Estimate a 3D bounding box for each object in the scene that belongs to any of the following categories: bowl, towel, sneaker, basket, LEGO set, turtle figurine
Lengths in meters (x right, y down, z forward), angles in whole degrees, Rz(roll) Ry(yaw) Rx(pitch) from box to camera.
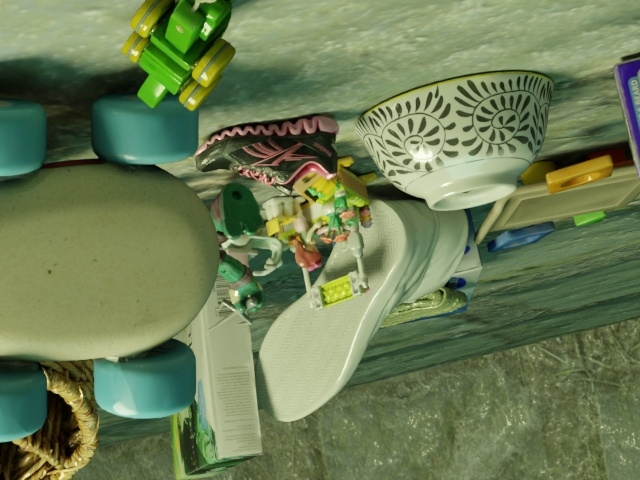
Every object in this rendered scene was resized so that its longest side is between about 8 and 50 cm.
[{"bbox_3d":[0.118,-0.072,1.121,0.170,0.080,0.170,-11,170,-2],"label":"bowl"},{"bbox_3d":[0.093,0.082,1.601,0.148,0.027,0.110,-15,169,20],"label":"towel"},{"bbox_3d":[-0.041,-0.062,1.077,0.119,0.057,0.047,-9,171,-2],"label":"sneaker"},{"bbox_3d":[-0.346,0.180,1.356,0.213,0.223,0.299,-9,153,14],"label":"basket"},{"bbox_3d":[0.054,0.074,1.459,0.169,0.108,0.292,-10,141,-52],"label":"sneaker"},{"bbox_3d":[0.000,0.000,1.289,0.132,0.107,0.287,-7,168,-20],"label":"LEGO set"},{"bbox_3d":[-0.140,0.027,1.269,0.175,0.118,0.234,-19,158,-27],"label":"turtle figurine"}]

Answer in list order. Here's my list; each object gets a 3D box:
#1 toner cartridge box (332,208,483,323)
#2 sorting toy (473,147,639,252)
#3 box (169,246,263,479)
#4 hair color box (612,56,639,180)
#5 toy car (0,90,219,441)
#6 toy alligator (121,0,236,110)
[{"bbox_3d":[0.106,0.046,1.699,0.165,0.075,0.348,-12,168,1],"label":"toner cartridge box"},{"bbox_3d":[0.260,-0.057,1.428,0.196,0.047,0.347,-15,169,-4],"label":"sorting toy"},{"bbox_3d":[-0.135,0.154,1.600,0.058,0.232,0.322,-3,167,-14],"label":"box"},{"bbox_3d":[0.423,-0.121,1.114,0.339,0.110,0.185,-12,170,15],"label":"hair color box"},{"bbox_3d":[-0.207,-0.005,0.977,0.210,0.219,0.238,-6,-163,-28],"label":"toy car"},{"bbox_3d":[-0.070,-0.125,0.769,0.051,0.056,0.190,-52,-177,-22],"label":"toy alligator"}]
